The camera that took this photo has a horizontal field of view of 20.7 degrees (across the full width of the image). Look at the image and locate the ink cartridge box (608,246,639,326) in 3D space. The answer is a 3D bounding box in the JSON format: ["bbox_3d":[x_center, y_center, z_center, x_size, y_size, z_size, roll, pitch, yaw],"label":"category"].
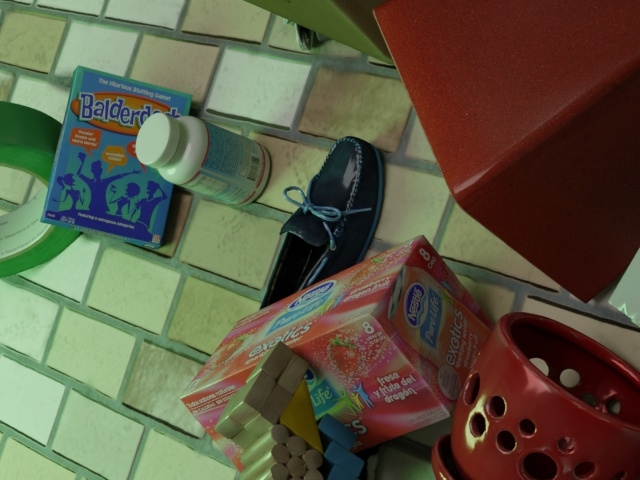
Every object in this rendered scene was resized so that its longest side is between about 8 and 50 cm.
[{"bbox_3d":[0.375,0.025,1.575,0.127,0.128,0.176,41,107,47],"label":"ink cartridge box"}]

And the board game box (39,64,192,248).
[{"bbox_3d":[-0.268,-0.109,2.311,0.047,0.160,0.210,155,126,-73],"label":"board game box"}]

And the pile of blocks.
[{"bbox_3d":[-0.017,0.289,1.748,0.112,0.149,0.362,136,131,-55],"label":"pile of blocks"}]

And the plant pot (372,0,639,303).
[{"bbox_3d":[0.248,-0.144,1.700,0.235,0.267,0.267,-35,51,20],"label":"plant pot"}]

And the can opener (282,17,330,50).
[{"bbox_3d":[-0.007,-0.367,2.209,0.093,0.074,0.280,-6,69,10],"label":"can opener"}]

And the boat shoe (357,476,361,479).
[{"bbox_3d":[0.023,0.286,1.826,0.077,0.070,0.219,-32,82,16],"label":"boat shoe"}]

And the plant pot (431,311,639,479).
[{"bbox_3d":[0.208,0.188,1.649,0.174,0.191,0.191,-59,42,17],"label":"plant pot"}]

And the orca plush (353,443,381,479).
[{"bbox_3d":[0.009,0.332,1.876,0.151,0.102,0.287,16,87,49],"label":"orca plush"}]

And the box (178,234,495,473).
[{"bbox_3d":[0.017,0.133,1.874,0.300,0.142,0.154,-26,18,40],"label":"box"}]

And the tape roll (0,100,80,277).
[{"bbox_3d":[-0.478,-0.063,2.400,0.321,0.321,0.077,-39,49,31],"label":"tape roll"}]

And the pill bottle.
[{"bbox_3d":[-0.147,-0.104,2.174,0.087,0.160,0.087,-21,60,41],"label":"pill bottle"}]

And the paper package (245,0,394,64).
[{"bbox_3d":[-0.048,-0.376,1.998,0.324,0.309,0.168,29,85,36],"label":"paper package"}]

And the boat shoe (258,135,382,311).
[{"bbox_3d":[0.000,0.000,2.027,0.109,0.089,0.258,8,81,49],"label":"boat shoe"}]
